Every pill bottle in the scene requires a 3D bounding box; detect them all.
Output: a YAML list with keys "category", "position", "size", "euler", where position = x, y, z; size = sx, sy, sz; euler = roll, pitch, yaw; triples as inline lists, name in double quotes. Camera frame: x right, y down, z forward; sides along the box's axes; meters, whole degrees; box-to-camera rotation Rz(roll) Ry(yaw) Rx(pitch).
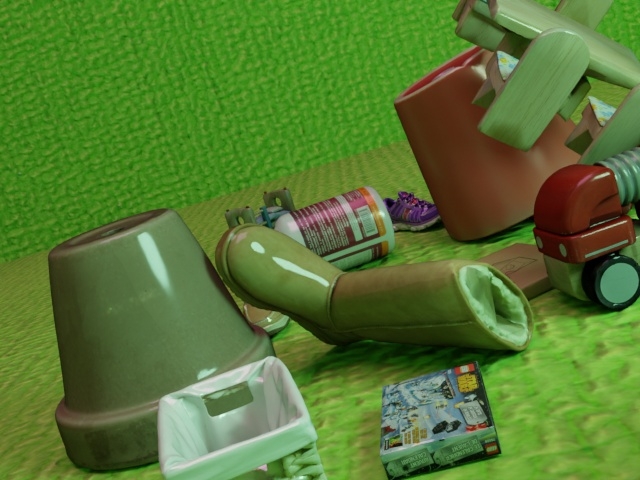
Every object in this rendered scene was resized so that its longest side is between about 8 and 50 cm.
- category: "pill bottle"
  position: [0.000, 0.000, 1.354]
  size: [0.221, 0.121, 0.121]
  euler: [-19, 11, -10]

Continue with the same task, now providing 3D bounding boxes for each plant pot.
- category: "plant pot"
  position: [0.258, -0.170, 1.319]
  size: [0.275, 0.243, 0.275]
  euler: [-33, 10, 7]
- category: "plant pot"
  position: [-0.200, 0.094, 0.938]
  size: [0.263, 0.229, 0.263]
  euler: [-18, 12, 4]

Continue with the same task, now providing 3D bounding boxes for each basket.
- category: "basket"
  position: [-0.058, 0.175, 0.652]
  size: [0.113, 0.103, 0.167]
  euler: [-19, 11, -8]

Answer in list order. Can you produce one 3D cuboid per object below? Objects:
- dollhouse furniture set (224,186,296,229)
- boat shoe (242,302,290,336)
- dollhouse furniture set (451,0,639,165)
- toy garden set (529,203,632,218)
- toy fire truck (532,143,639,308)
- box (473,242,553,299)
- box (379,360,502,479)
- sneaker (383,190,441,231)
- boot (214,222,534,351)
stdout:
- category: "dollhouse furniture set"
  position: [-0.056, -0.027, 1.545]
  size: [0.184, 0.129, 0.129]
  euler: [-9, 15, 38]
- category: "boat shoe"
  position: [-0.087, 0.086, 1.193]
  size: [0.068, 0.072, 0.190]
  euler: [-18, 12, -2]
- category: "dollhouse furniture set"
  position: [0.404, -0.253, 1.047]
  size: [0.394, 0.256, 0.362]
  euler: [22, 34, -11]
- category: "toy garden set"
  position: [0.415, -0.083, 1.303]
  size: [0.244, 0.049, 0.204]
  euler: [-8, 15, 39]
- category: "toy fire truck"
  position: [0.336, -0.073, 0.871]
  size: [0.217, 0.246, 0.158]
  euler: [-19, 11, -6]
- category: "box"
  position: [0.216, 0.051, 1.037]
  size: [0.201, 0.021, 0.164]
  euler: [-21, 12, -19]
- category: "box"
  position: [0.100, 0.152, 0.714]
  size: [0.094, 0.027, 0.137]
  euler: [-17, 11, 9]
- category: "sneaker"
  position: [0.168, -0.056, 1.496]
  size: [0.068, 0.071, 0.170]
  euler: [-27, 15, -38]
- category: "boot"
  position: [0.051, 0.044, 0.877]
  size: [0.269, 0.236, 0.089]
  euler: [-7, 59, 49]
